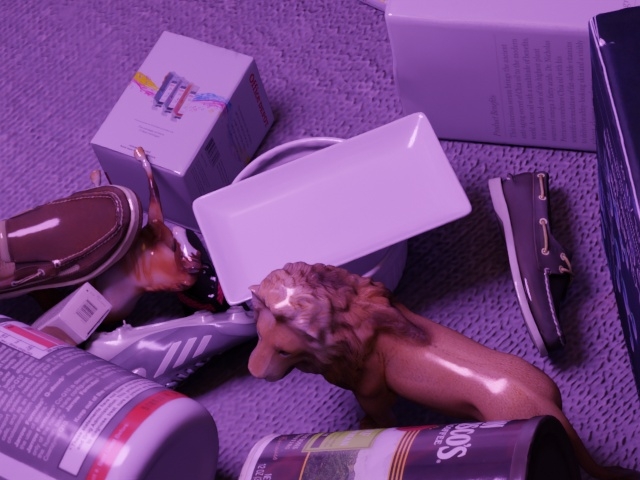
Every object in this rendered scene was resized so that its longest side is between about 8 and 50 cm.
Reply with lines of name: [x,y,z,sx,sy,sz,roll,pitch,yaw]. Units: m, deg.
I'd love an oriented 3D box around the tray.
tray: [0.011,-0.030,1.710,0.270,0.030,0.145,-21,58,-2]

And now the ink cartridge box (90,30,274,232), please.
ink cartridge box: [-0.155,-0.127,1.873,0.127,0.128,0.176,20,64,22]

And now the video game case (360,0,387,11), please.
video game case: [0.068,-0.407,2.062,0.206,0.026,0.227,28,67,25]

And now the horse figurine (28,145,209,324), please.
horse figurine: [-0.232,0.022,1.790,0.263,0.066,0.174,-37,73,32]

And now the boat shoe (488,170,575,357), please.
boat shoe: [0.234,0.018,1.735,0.069,0.081,0.227,-15,55,7]

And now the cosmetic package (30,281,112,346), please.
cosmetic package: [-0.281,0.096,1.766,0.041,0.115,0.060,46,49,-11]

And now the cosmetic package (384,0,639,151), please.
cosmetic package: [0.315,-0.220,1.780,0.453,0.230,0.161,6,60,13]

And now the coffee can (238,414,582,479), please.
coffee can: [0.085,0.268,1.480,0.275,0.201,0.201,-7,57,23]

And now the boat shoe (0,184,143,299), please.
boat shoe: [-0.306,0.008,1.746,0.257,0.095,0.095,-25,72,32]

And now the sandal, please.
sandal: [-0.134,0.051,1.812,0.067,0.040,0.179,-30,58,-8]

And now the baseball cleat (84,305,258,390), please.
baseball cleat: [-0.148,0.129,1.745,0.206,0.072,0.109,-9,95,9]

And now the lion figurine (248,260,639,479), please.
lion figurine: [0.123,0.137,1.591,0.392,0.240,0.142,13,62,18]

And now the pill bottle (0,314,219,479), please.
pill bottle: [-0.304,0.197,1.656,0.363,0.210,0.210,22,65,22]

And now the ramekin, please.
ramekin: [0.000,0.000,1.777,0.207,0.109,0.207,-5,59,9]

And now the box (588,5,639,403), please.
box: [0.388,-0.002,1.531,0.212,0.395,0.293,-11,57,6]
